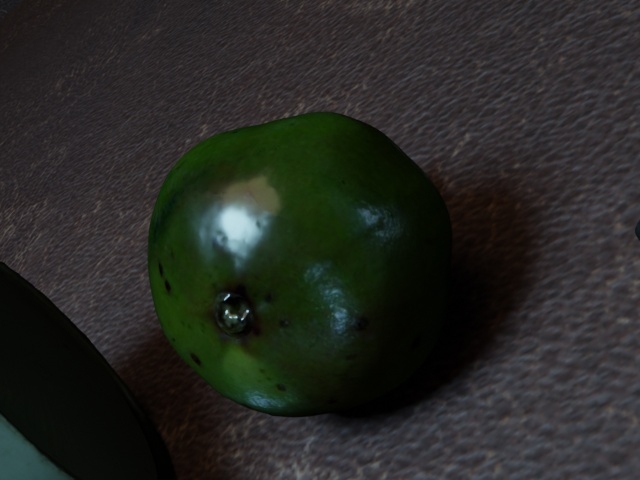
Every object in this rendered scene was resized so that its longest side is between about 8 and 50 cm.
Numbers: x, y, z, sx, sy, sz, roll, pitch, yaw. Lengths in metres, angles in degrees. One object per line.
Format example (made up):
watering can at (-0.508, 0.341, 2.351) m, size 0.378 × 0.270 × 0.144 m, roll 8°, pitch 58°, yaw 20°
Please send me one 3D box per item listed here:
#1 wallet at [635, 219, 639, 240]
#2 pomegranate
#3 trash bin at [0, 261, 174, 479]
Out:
wallet at (0.257, 0.039, 0.347) m, size 0.197 × 0.051 × 0.377 m, roll -38°, pitch 30°, yaw 18°
pomegranate at (0.001, 0.002, 0.605) m, size 0.187 × 0.187 × 0.225 m, roll -24°, pitch 13°, yaw 32°
trash bin at (-0.336, 0.223, 0.639) m, size 0.432 × 0.280 × 0.280 m, roll -42°, pitch 30°, yaw 0°
